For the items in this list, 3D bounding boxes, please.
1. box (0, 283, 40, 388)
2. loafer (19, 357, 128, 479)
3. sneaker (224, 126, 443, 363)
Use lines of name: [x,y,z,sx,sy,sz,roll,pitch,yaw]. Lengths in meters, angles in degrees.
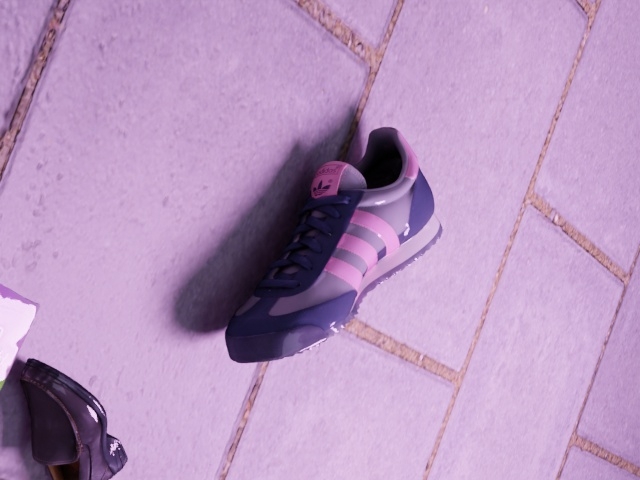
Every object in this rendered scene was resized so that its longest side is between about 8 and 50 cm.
box: [-0.310,0.096,0.988,0.243,0.117,0.213,-65,151,-10]
loafer: [-0.208,0.158,1.378,0.061,0.062,0.170,-52,145,-24]
sneaker: [0.000,0.000,1.635,0.319,0.112,0.131,-42,123,-47]
